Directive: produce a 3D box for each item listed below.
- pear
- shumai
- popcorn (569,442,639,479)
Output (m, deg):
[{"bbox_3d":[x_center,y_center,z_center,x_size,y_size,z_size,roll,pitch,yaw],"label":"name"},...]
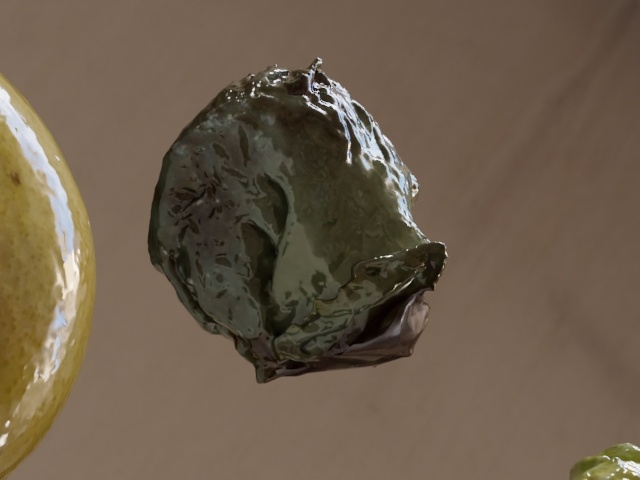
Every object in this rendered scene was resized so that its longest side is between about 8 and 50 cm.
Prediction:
[{"bbox_3d":[-0.292,0.021,1.221,0.314,0.314,0.314,24,-33,17],"label":"pear"},{"bbox_3d":[-0.002,-0.004,1.122,0.142,0.184,0.184,34,-27,36],"label":"shumai"},{"bbox_3d":[0.169,0.186,1.072,0.162,0.136,0.141,-115,-170,-61],"label":"popcorn"}]
